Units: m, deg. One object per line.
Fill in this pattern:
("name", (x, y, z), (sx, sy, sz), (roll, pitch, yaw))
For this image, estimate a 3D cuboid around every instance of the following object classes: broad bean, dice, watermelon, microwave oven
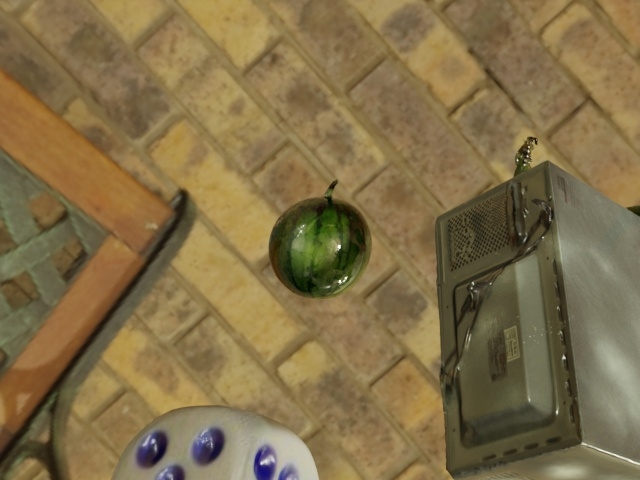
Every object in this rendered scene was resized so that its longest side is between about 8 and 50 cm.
("broad bean", (0.479, -0.068, 1.782), (0.292, 0.144, 0.049), (31, 15, 2))
("dice", (-0.191, 0.489, 1.679), (0.277, 0.304, 0.304), (50, 42, -37))
("watermelon", (0.000, 0.000, 1.710), (0.188, 0.214, 0.188), (4, -3, 0))
("microwave oven", (0.360, 0.154, 1.422), (0.374, 0.236, 0.432), (26, 52, -35))
